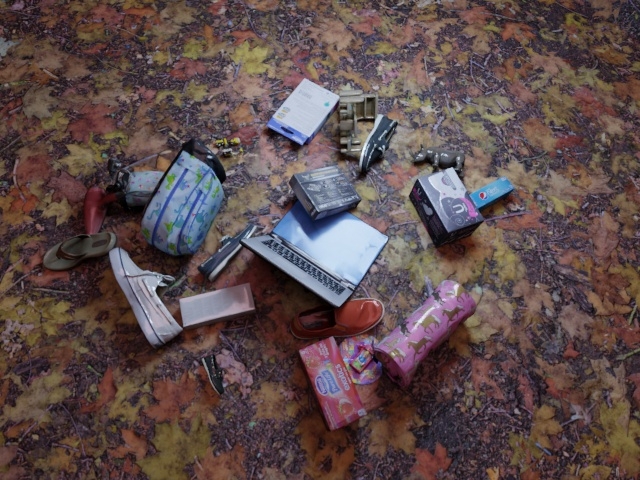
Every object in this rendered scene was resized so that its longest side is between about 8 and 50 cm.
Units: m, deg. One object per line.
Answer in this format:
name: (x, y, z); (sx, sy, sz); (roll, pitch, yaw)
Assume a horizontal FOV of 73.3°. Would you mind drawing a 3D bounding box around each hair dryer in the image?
hair dryer: (-0.770, -0.144, 1.517); (0.223, 0.080, 0.294); (38, 106, 47)

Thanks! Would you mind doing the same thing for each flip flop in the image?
flip flop: (-0.830, 0.027, 1.470); (0.276, 0.080, 0.112); (-13, 67, 11)

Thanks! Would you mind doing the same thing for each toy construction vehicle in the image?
toy construction vehicle: (-0.370, -0.377, 1.743); (0.098, 0.035, 0.086); (-14, 57, -14)

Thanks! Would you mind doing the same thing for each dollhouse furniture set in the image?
dollhouse furniture set: (0.158, -0.503, 1.741); (0.160, 0.212, 0.242); (-1, 39, 2)

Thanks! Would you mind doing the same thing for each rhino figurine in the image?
rhino figurine: (0.482, -0.337, 1.773); (0.243, 0.073, 0.106); (14, 69, 3)

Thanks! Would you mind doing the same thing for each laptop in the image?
laptop: (0.000, 0.000, 1.499); (0.381, 0.408, 0.236); (33, 101, 10)

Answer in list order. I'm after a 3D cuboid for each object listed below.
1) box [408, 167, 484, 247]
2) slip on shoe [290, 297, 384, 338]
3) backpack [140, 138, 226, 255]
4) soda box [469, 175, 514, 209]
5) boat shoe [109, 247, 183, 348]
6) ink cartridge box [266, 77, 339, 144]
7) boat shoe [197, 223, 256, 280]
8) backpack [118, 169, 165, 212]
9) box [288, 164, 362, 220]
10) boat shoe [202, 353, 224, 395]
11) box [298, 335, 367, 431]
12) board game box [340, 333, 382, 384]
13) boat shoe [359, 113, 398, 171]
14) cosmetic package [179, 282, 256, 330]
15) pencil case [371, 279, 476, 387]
box: (0.475, -0.128, 1.640); (0.163, 0.142, 0.247); (-18, 69, -12)
slip on shoe: (0.063, 0.260, 1.453); (0.331, 0.101, 0.123); (-8, 64, -10)
backpack: (-0.470, -0.124, 1.494); (0.273, 0.290, 0.356); (42, 75, -2)
soda box: (0.663, -0.174, 1.715); (0.210, 0.071, 0.067); (-26, 70, -15)
boat shoe: (-0.559, 0.159, 1.428); (0.156, 0.136, 0.367); (-29, 74, -16)
ink cartridge box: (-0.071, -0.533, 1.820); (0.185, 0.065, 0.311); (30, 65, 9)
boat shoe: (-0.330, 0.028, 1.532); (0.079, 0.095, 0.255); (39, 77, 0)
backpack: (-0.639, -0.188, 1.588); (0.181, 0.115, 0.152); (0, 63, -8)
box: (0.019, -0.185, 1.628); (0.231, 0.056, 0.183); (-19, 67, -39)
boat shoe: (-0.335, 0.426, 1.373); (0.042, 0.049, 0.133); (-26, 66, -7)
box: (0.030, 0.450, 1.350); (0.122, 0.128, 0.257); (-20, 69, -13)
board game box: (0.138, 0.391, 1.438); (0.133, 0.033, 0.169); (-1, 66, -6)
boat shoe: (0.237, -0.396, 1.756); (0.091, 0.114, 0.303); (19, 66, 10)
cosmetic package: (-0.345, 0.224, 1.457); (0.238, 0.060, 0.099); (-12, 65, -10)
pencil case: (0.349, 0.297, 1.424); (0.386, 0.167, 0.160); (-40, 97, -20)
